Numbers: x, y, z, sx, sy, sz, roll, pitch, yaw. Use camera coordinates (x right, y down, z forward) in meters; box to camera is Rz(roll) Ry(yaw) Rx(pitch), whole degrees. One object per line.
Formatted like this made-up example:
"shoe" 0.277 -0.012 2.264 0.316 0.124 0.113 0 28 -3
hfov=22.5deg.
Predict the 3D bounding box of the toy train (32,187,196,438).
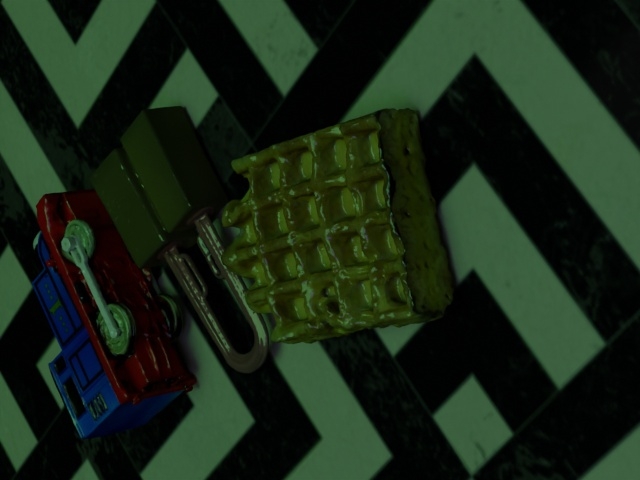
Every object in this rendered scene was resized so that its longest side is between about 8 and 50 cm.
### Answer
"toy train" -0.195 0.063 1.434 0.131 0.083 0.204 -43 66 42

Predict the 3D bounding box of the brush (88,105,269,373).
"brush" -0.109 0.009 1.364 0.103 0.047 0.233 -45 66 39

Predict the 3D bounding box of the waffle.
"waffle" 0.000 0.000 1.248 0.211 0.055 0.160 -17 83 44
